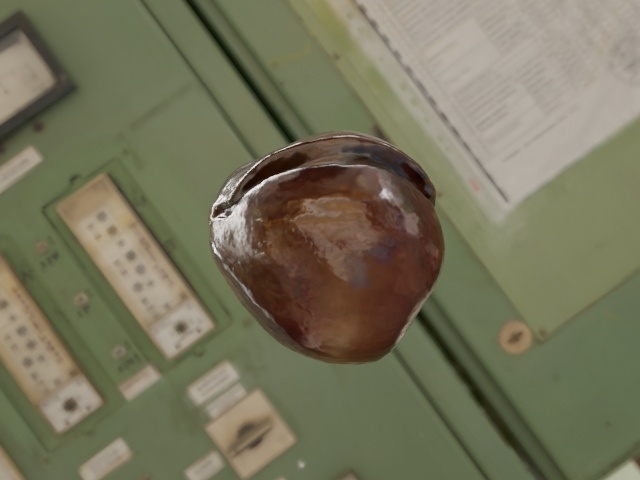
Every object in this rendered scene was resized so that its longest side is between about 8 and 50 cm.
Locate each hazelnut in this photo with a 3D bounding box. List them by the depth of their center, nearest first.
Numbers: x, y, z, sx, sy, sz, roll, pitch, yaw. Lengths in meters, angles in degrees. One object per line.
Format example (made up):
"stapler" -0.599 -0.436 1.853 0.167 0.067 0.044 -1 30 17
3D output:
"hazelnut" 0.000 0.000 0.814 0.178 0.178 0.204 -37 33 15
